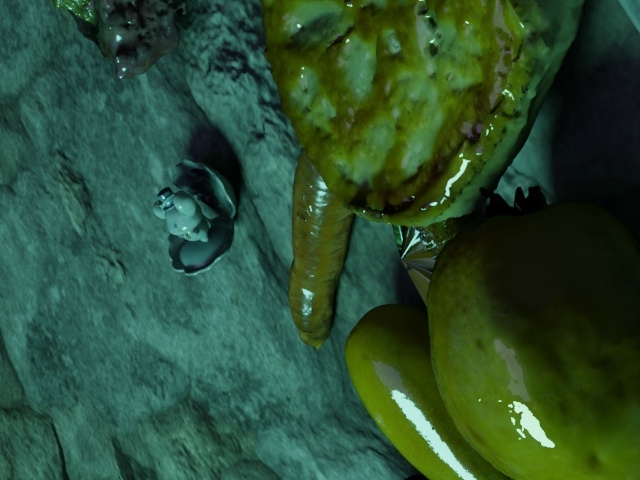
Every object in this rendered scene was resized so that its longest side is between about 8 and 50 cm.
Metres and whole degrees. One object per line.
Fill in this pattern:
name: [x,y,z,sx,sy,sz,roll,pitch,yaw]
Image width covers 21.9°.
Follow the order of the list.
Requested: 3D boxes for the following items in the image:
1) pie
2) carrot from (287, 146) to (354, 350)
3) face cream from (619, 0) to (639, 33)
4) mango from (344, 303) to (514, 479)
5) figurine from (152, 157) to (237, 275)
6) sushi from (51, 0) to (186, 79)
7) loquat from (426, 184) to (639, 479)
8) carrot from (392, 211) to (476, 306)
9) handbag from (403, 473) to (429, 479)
pie: [0.062,-0.167,1.166,0.315,0.092,0.315,17,112,48]
carrot: [0.000,0.000,1.387,0.059,0.059,0.248,39,140,31]
face cream: [0.228,-0.152,0.994,0.269,0.073,0.107,58,148,9]
mango: [0.091,0.132,1.328,0.184,0.085,0.102,52,141,-1]
figurine: [-0.117,-0.026,1.489,0.094,0.082,0.086,18,145,45]
sushi: [-0.211,-0.268,1.450,0.161,0.107,0.241,13,120,51]
loquat: [0.160,0.069,1.112,0.234,0.176,0.187,63,178,0]
carrot: [0.110,0.040,1.269,0.069,0.069,0.229,-21,94,54]
handbag: [0.097,0.316,1.386,0.146,0.135,0.225,8,121,48]
